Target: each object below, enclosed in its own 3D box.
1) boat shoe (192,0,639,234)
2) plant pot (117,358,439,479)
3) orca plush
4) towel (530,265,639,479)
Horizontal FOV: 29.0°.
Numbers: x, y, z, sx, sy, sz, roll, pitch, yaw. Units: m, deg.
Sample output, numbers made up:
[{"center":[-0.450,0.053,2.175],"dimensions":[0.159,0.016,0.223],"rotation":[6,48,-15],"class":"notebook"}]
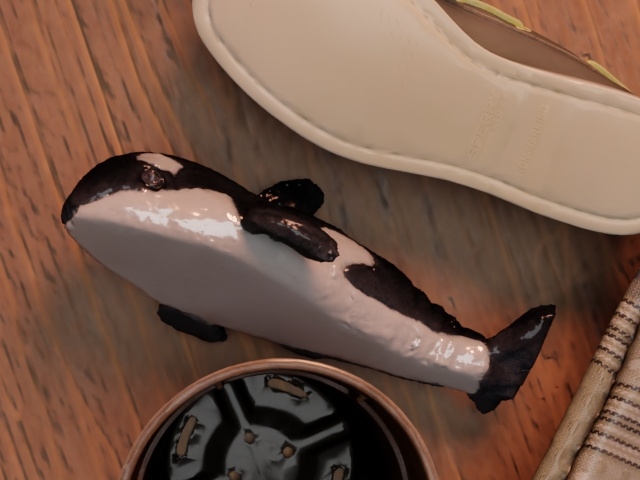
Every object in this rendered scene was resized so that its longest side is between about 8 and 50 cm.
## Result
[{"center":[0.070,-0.093,0.735],"dimensions":[0.305,0.091,0.109],"rotation":[23,106,-5],"class":"boat shoe"},{"center":[-0.029,0.141,0.691],"dimensions":[0.167,0.165,0.167],"rotation":[0,90,-6],"class":"plant pot"},{"center":[0.000,0.000,0.726],"dimensions":[0.287,0.151,0.102],"rotation":[14,58,-3],"class":"orca plush"},{"center":[0.283,0.138,0.710],"dimensions":[0.312,0.056,0.324],"rotation":[31,83,-18],"class":"towel"}]
